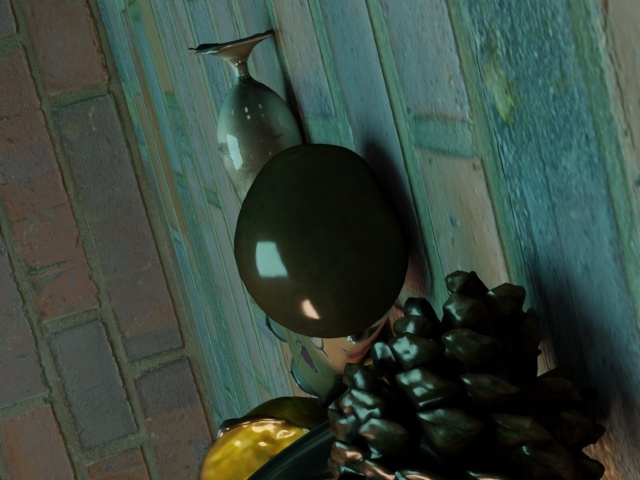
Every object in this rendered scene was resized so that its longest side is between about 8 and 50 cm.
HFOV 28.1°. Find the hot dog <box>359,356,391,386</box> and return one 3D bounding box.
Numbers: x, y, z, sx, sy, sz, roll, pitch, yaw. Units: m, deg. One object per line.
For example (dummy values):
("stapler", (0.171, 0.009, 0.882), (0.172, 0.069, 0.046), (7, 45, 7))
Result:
("hot dog", (0.065, 0.191, 1.380), (0.188, 0.055, 0.072), (84, 165, -45))

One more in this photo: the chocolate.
("chocolate", (-0.039, 0.250, 1.546), (0.445, 0.162, 0.162), (-19, -88, -85))

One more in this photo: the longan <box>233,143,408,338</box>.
("longan", (0.000, 0.000, 1.194), (0.167, 0.167, 0.187), (101, 171, -65))

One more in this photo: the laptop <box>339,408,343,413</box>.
("laptop", (0.052, 0.306, 1.675), (0.207, 0.026, 0.154), (102, 151, -64))

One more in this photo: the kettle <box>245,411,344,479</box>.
("kettle", (0.031, 0.241, 1.089), (0.251, 0.271, 0.207), (141, 112, -76))

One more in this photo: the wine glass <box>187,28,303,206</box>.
("wine glass", (-0.075, -0.126, 1.466), (0.103, 0.103, 0.222), (-159, 53, -75))

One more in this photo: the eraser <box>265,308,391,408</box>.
("eraser", (0.004, 0.072, 1.413), (0.290, 0.087, 0.171), (107, 140, -69))

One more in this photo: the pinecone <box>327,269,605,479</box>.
("pinecone", (0.102, 0.129, 0.861), (0.184, 0.179, 0.204), (58, -138, -30))
